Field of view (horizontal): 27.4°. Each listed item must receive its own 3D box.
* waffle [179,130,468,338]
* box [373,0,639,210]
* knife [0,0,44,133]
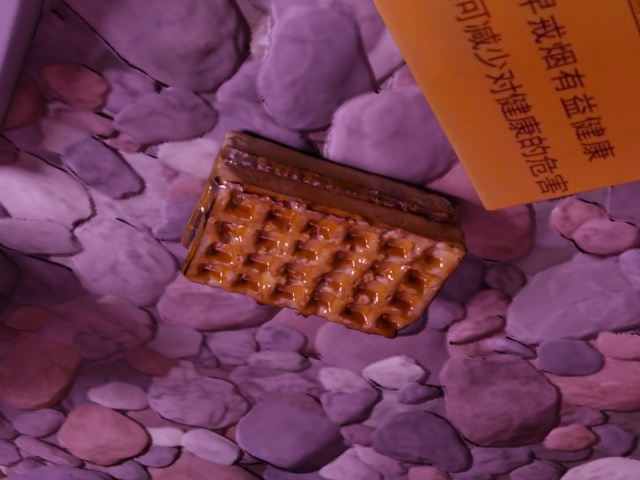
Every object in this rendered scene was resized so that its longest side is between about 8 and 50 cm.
[{"bbox_3d":[0.000,0.000,0.754,0.148,0.042,0.102,16,139,-11],"label":"waffle"},{"bbox_3d":[0.171,-0.114,0.557,0.274,0.076,0.174,-12,139,23],"label":"box"},{"bbox_3d":[-0.174,-0.113,0.649,0.073,0.041,0.265,26,140,-5],"label":"knife"}]
